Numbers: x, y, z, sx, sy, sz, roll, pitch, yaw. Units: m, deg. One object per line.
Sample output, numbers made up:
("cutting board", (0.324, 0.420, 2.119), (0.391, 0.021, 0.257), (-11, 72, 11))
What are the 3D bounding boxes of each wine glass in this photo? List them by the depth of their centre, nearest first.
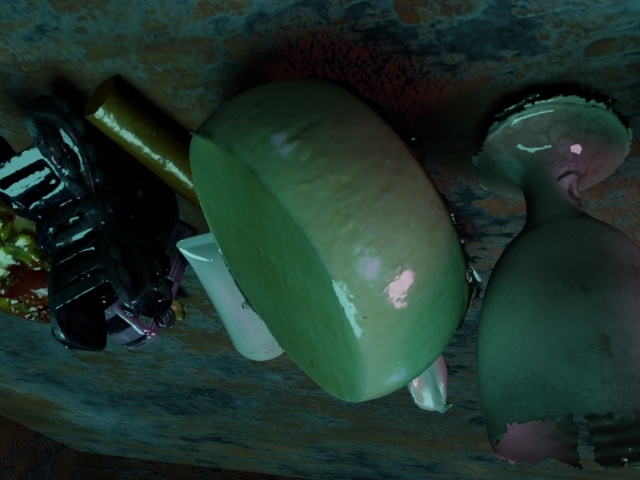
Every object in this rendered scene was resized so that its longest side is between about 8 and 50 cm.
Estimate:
("wine glass", (0.237, 0.044, 0.618), (0.190, 0.357, 0.190), (1, 147, 1))

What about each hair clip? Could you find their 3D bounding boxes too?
("hair clip", (-0.297, -0.024, 0.821), (0.194, 0.310, 0.206), (-26, -179, 4))

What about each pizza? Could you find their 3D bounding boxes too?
("pizza", (-0.447, 0.089, 1.173), (0.405, 0.130, 0.440), (18, 149, -6))

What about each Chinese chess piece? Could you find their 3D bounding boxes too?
("Chinese chess piece", (0.000, 0.000, 0.693), (0.349, 0.146, 0.349), (47, 156, 28))

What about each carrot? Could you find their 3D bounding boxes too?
("carrot", (-0.191, -0.109, 0.817), (0.067, 0.067, 0.225), (-15, 138, 37))

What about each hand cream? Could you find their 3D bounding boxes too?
("hand cream", (-0.107, 0.078, 1.048), (0.185, 0.118, 0.359), (-13, 148, -7))

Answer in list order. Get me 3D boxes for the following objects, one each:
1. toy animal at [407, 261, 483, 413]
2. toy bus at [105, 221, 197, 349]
("toy animal", (0.134, 0.110, 0.932), (0.154, 0.208, 0.325), (-29, 135, -9))
("toy bus", (-0.268, 0.058, 0.987), (0.108, 0.199, 0.096), (36, 142, -29))
